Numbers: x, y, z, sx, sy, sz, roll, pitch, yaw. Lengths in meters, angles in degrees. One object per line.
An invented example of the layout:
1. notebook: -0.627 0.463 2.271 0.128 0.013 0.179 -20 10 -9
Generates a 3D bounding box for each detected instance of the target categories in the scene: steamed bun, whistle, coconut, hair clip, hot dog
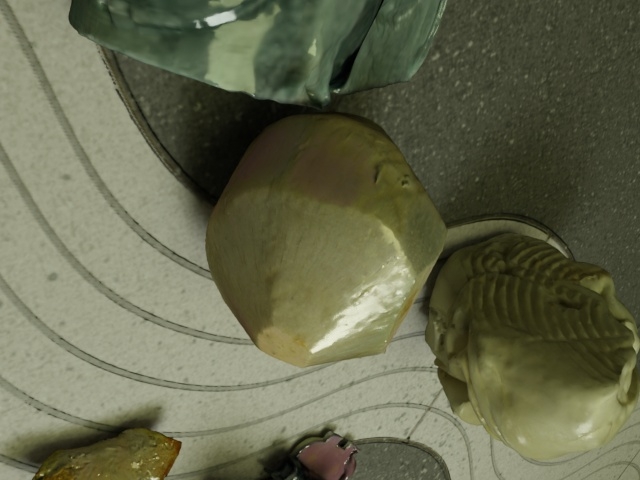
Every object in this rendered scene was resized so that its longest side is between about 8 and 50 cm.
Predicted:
1. steamed bun: 0.268 0.149 0.873 0.276 0.289 0.203 -19 131 -32
2. whistle: -0.003 -0.199 0.507 0.405 0.188 0.168 2 115 -39
3. coconut: 0.000 0.000 0.606 0.198 0.237 0.236 27 102 -2
4. hair clip: -0.017 0.329 0.943 0.146 0.056 0.187 -49 144 -3
5. hot dog: -0.229 0.245 0.705 0.169 0.061 0.078 -8 79 -36
